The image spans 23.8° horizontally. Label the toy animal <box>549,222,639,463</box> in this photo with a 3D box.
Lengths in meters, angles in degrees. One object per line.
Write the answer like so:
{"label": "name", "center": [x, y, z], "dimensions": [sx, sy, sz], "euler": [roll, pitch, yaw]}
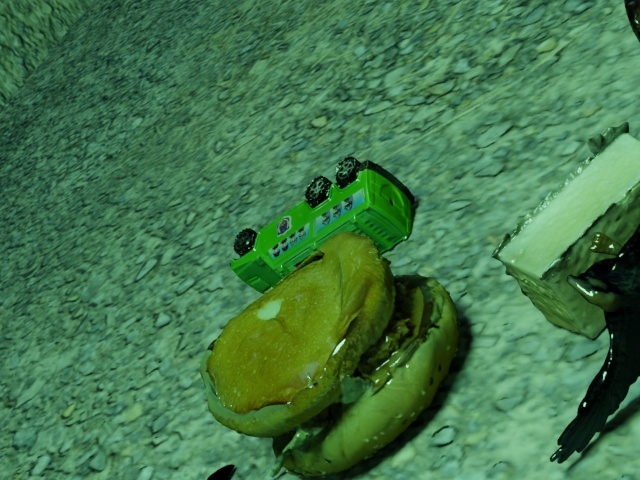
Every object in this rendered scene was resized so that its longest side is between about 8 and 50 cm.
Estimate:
{"label": "toy animal", "center": [0.175, 0.025, 0.865], "dimensions": [0.108, 0.062, 0.220], "euler": [-22, -50, -72]}

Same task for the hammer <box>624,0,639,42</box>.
{"label": "hammer", "center": [0.293, -0.078, 0.899], "dimensions": [0.242, 0.095, 0.408], "euler": [-26, 34, 38]}

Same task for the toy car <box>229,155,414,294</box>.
{"label": "toy car", "center": [0.000, 0.000, 1.265], "dimensions": [0.165, 0.071, 0.062], "euler": [-33, 39, 26]}

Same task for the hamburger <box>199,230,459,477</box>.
{"label": "hamburger", "center": [0.008, 0.090, 1.058], "dimensions": [0.177, 0.113, 0.185], "euler": [-11, 47, 45]}

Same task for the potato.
{"label": "potato", "center": [0.178, -0.006, 0.956], "dimensions": [0.122, 0.086, 0.061], "euler": [-45, 35, -2]}

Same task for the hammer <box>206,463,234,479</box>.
{"label": "hammer", "center": [-0.116, 0.235, 1.122], "dimensions": [0.065, 0.021, 0.178], "euler": [-16, 36, 52]}
